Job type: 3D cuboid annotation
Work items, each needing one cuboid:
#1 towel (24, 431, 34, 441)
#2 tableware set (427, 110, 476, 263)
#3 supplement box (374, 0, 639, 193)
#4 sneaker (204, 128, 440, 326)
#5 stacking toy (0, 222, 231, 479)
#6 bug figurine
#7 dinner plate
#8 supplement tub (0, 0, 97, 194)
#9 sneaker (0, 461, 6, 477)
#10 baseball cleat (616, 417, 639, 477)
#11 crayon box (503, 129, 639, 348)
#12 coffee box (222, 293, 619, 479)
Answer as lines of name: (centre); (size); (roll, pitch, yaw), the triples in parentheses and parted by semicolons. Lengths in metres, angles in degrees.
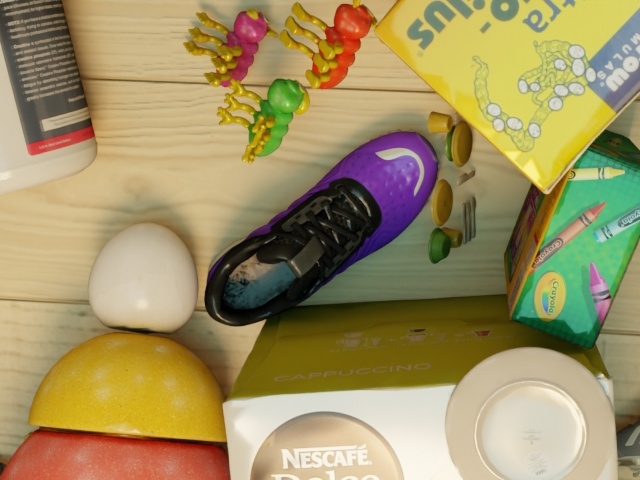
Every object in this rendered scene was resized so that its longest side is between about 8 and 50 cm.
towel: (-0.263, 0.324, 1.530); (0.102, 0.021, 0.237); (-12, 99, 3)
tableware set: (0.128, -0.058, 1.367); (0.024, 0.104, 0.154); (7, 111, 28)
supplement box: (0.189, -0.201, 1.200); (0.195, 0.356, 0.194); (42, 102, -3)
sneaker: (0.000, 0.001, 1.368); (0.293, 0.146, 0.102); (-37, 95, 11)
stacking toy: (-0.192, 0.220, 1.388); (0.350, 0.350, 0.480); (7, 82, 5)
bug figurine: (-0.041, -0.206, 1.319); (0.072, 0.279, 0.216); (8, 127, -36)
dinner plate: (0.173, 0.159, 1.107); (0.141, 0.017, 0.141); (1, 101, 5)
supplement tub: (-0.345, -0.186, 1.347); (0.191, 0.191, 0.272); (-11, 100, 8)
sneaker: (-0.467, 0.305, 1.523); (0.275, 0.107, 0.110); (-7, 120, 12)
baseball cleat: (0.370, 0.184, 1.392); (0.206, 0.072, 0.109); (-17, 67, 39)
crayon box: (0.242, -0.019, 1.270); (0.081, 0.278, 0.165); (21, 103, 2)
coffee box: (0.107, 0.250, 1.308); (0.337, 0.338, 0.334); (-4, 100, 6)
